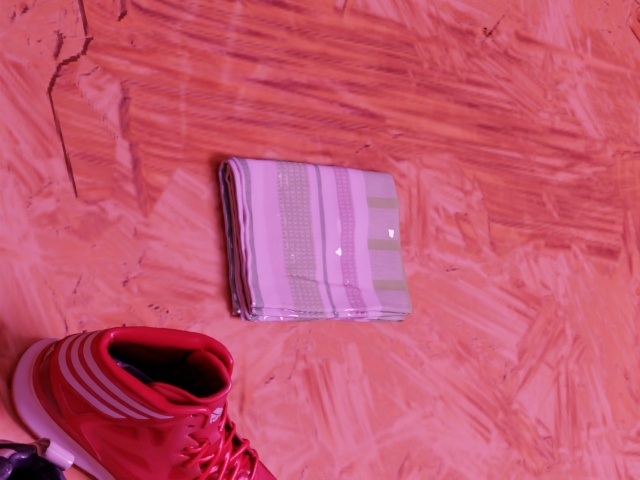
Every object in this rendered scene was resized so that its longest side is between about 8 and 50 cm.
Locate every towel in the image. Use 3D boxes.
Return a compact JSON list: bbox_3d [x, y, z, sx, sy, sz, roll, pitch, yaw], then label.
[{"bbox_3d":[0.000,0.000,1.350,0.152,0.023,0.113,3,77,-39],"label":"towel"}]

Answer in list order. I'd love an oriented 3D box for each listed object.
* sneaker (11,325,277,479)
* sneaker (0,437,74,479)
[{"bbox_3d":[-0.072,0.129,1.183,0.221,0.128,0.087,36,59,-25],"label":"sneaker"},{"bbox_3d":[-0.192,0.202,1.042,0.094,0.153,0.235,41,52,-22],"label":"sneaker"}]
